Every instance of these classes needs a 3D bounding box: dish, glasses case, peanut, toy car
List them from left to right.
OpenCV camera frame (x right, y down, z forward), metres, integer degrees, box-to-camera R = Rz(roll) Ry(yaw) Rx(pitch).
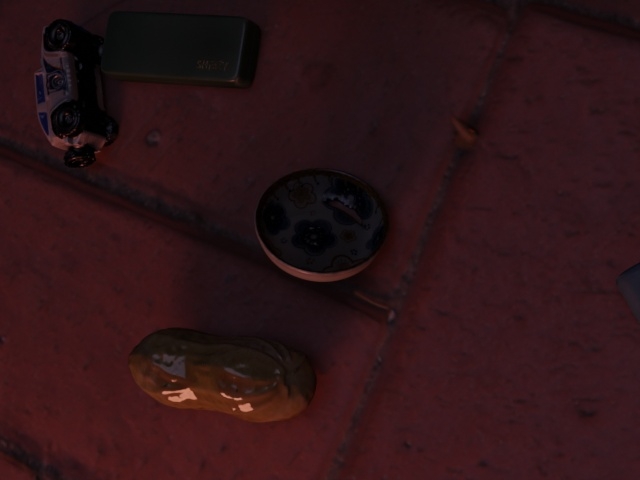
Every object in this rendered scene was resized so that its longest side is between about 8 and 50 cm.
[{"bbox_3d":[-0.290,-0.170,1.312,0.070,0.080,0.170,-11,80,22],"label":"toy car"},{"bbox_3d":[-0.162,-0.220,1.288,0.184,0.039,0.077,7,86,22],"label":"glasses case"},{"bbox_3d":[-0.109,0.142,1.189,0.214,0.098,0.090,4,94,25],"label":"peanut"},{"bbox_3d":[0.000,0.000,1.183,0.141,0.078,0.141,2,53,-2],"label":"dish"}]

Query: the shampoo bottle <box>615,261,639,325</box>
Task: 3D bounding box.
[{"bbox_3d":[0.373,0.125,1.016,0.104,0.061,0.258,-29,74,16],"label":"shampoo bottle"}]
